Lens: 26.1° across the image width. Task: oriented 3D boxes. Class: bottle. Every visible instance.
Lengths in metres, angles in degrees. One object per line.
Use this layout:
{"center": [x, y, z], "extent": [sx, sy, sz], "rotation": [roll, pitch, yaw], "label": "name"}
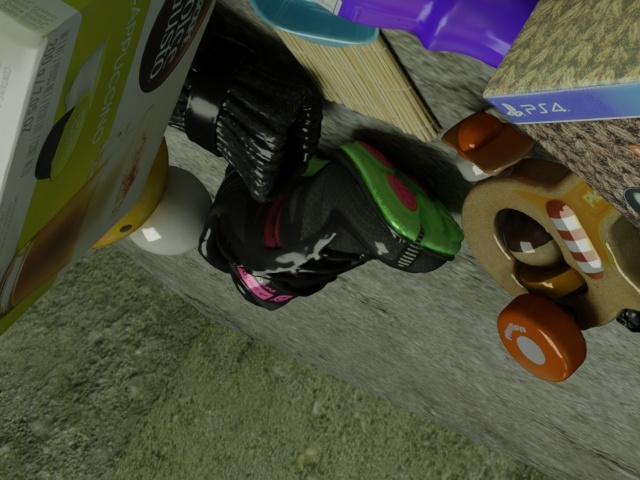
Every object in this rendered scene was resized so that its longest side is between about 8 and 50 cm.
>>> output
{"center": [0.035, -0.201, 0.894], "extent": [0.283, 0.118, 0.092], "rotation": [32, 168, 0], "label": "bottle"}

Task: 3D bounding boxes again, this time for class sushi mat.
{"center": [-0.002, -0.196, 1.261], "extent": [0.151, 0.019, 0.316], "rotation": [26, 167, 34], "label": "sushi mat"}

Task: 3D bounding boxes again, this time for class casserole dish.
{"center": [-0.009, -0.217, 1.086], "extent": [0.114, 0.037, 0.188], "rotation": [13, 158, 17], "label": "casserole dish"}

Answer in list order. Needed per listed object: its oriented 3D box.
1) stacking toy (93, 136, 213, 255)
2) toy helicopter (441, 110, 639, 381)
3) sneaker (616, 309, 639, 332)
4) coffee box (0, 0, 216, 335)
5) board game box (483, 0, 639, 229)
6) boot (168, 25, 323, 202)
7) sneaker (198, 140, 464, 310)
{"center": [-0.296, -0.104, 1.660], "extent": [0.350, 0.351, 0.480], "rotation": [20, 174, 46], "label": "stacking toy"}
{"center": [0.206, -0.043, 1.133], "extent": [0.235, 0.140, 0.355], "rotation": [47, 156, 7], "label": "toy helicopter"}
{"center": [0.289, 0.045, 1.385], "extent": [0.152, 0.058, 0.084], "rotation": [33, 175, -25], "label": "sneaker"}
{"center": [-0.306, -0.167, 1.092], "extent": [0.338, 0.334, 0.338], "rotation": [31, 126, 5], "label": "coffee box"}
{"center": [0.284, -0.057, 0.773], "extent": [0.291, 0.141, 0.232], "rotation": [37, 168, -21], "label": "board game box"}
{"center": [-0.137, -0.176, 1.375], "extent": [0.260, 0.131, 0.348], "rotation": [39, -179, 17], "label": "boot"}
{"center": [0.000, 0.000, 1.606], "extent": [0.185, 0.202, 0.483], "rotation": [36, 168, -22], "label": "sneaker"}
